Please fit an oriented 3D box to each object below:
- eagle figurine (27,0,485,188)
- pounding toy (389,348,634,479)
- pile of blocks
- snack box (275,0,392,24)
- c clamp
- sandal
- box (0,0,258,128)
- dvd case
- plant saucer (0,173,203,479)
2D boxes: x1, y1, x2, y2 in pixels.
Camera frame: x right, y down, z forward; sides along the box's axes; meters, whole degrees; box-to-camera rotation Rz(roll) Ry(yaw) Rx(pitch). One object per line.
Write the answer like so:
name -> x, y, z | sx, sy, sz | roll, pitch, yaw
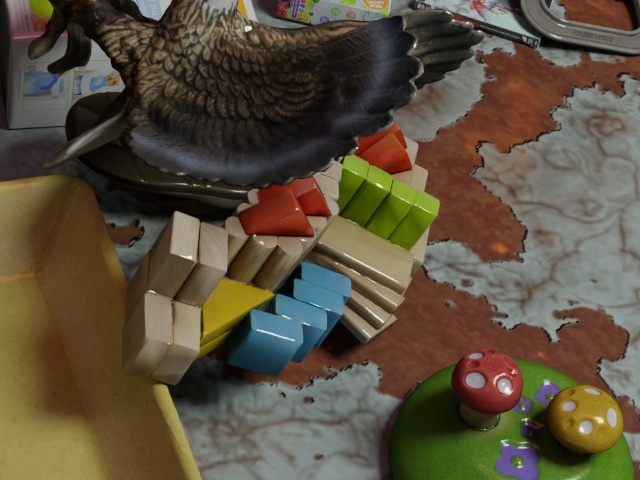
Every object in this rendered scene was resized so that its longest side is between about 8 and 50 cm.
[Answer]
eagle figurine -> -0.059, -0.129, 1.359 | 0.298, 0.225, 0.226 | 25, 66, 8
pounding toy -> 0.157, 0.154, 1.329 | 0.183, 0.110, 0.237 | -10, 51, -20
pile of blocks -> 0.000, 0.000, 1.377 | 0.149, 0.112, 0.362 | 42, 40, 9
snack box -> 0.020, -0.250, 1.712 | 0.100, 0.037, 0.141 | 12, 47, 0
c clamp -> 0.239, -0.231, 1.740 | 0.161, 0.022, 0.137 | 13, 49, -13
sandal -> -0.101, -0.058, 1.505 | 0.219, 0.060, 0.090 | 9, 52, -23
box -> -0.163, -0.171, 1.556 | 0.203, 0.103, 0.114 | -3, 50, -15
dvd case -> 0.154, -0.225, 1.736 | 0.119, 0.013, 0.087 | 18, 47, 5
plant saucer -> -0.280, 0.118, 1.288 | 0.333, 0.081, 0.332 | -9, 52, -20
